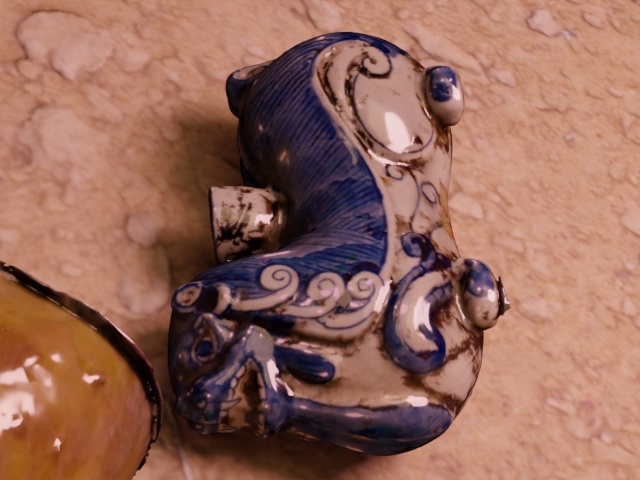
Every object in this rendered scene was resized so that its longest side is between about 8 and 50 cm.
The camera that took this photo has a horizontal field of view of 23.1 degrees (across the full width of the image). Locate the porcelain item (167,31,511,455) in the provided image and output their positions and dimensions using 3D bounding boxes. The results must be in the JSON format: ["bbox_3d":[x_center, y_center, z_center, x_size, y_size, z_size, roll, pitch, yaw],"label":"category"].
[{"bbox_3d":[0.000,0.000,0.935,0.186,0.138,0.288,-1,54,-7],"label":"porcelain item"}]

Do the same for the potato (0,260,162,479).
[{"bbox_3d":[-0.218,0.127,0.628,0.229,0.229,0.266,31,47,0],"label":"potato"}]
